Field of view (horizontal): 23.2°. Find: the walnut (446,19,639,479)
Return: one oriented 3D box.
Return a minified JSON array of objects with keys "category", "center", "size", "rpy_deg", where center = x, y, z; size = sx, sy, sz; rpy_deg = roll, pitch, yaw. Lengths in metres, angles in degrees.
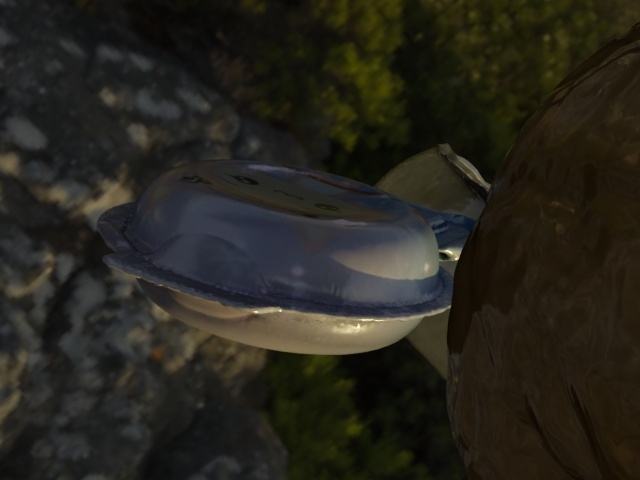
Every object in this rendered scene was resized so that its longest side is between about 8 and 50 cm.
[{"category":"walnut","center":[0.129,0.027,0.358],"size":[0.193,0.226,0.193],"rpy_deg":[1,86,-14]}]

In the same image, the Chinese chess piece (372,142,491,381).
[{"category":"Chinese chess piece","center":[0.131,0.049,1.061],"size":[0.257,0.104,0.257],"rpy_deg":[44,8,-8]}]

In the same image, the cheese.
[{"category":"cheese","center":[0.000,0.000,0.615],"size":[0.135,0.052,0.245],"rpy_deg":[19,15,21]}]
